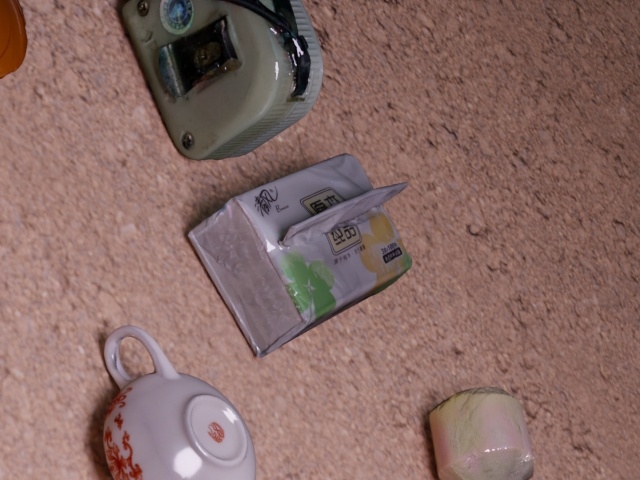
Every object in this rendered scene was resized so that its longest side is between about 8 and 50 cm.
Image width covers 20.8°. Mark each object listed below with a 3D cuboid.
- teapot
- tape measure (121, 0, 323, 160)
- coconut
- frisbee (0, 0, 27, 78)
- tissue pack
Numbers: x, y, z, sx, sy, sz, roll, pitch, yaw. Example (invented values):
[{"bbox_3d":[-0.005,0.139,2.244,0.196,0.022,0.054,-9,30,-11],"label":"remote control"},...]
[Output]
[{"bbox_3d":[-0.135,0.187,1.638,0.159,0.116,0.245,-7,63,-39],"label":"teapot"},{"bbox_3d":[-0.109,-0.222,1.881,0.115,0.207,0.235,-10,74,-49],"label":"tape measure"},{"bbox_3d":[0.182,0.234,1.943,0.116,0.116,0.122,17,52,-41],"label":"coconut"},{"bbox_3d":[-0.356,-0.249,1.732,0.192,0.035,0.192,42,31,-33],"label":"frisbee"},{"bbox_3d":[0.000,0.000,1.884,0.229,0.145,0.159,-25,84,-53],"label":"tissue pack"}]
